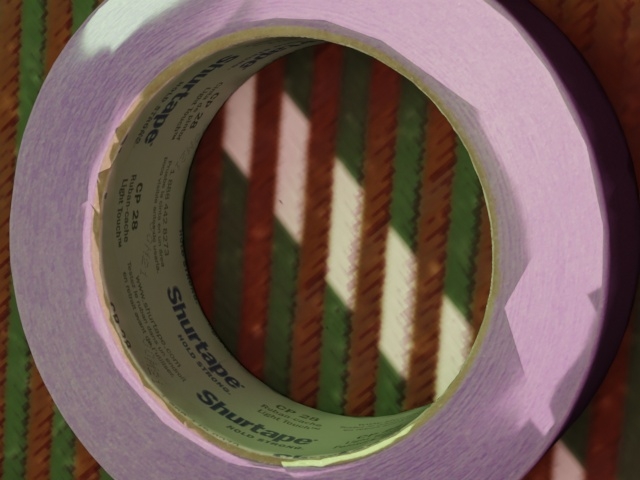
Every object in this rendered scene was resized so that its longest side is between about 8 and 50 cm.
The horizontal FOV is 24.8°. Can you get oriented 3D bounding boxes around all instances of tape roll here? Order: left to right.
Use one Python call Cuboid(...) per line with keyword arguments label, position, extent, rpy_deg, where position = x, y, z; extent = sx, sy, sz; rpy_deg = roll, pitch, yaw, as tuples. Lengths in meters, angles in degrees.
Cuboid(label="tape roll", position=(0.000, 0.000, 0.656), extent=(0.275, 0.090, 0.274), rpy_deg=(2, 96, 21))
